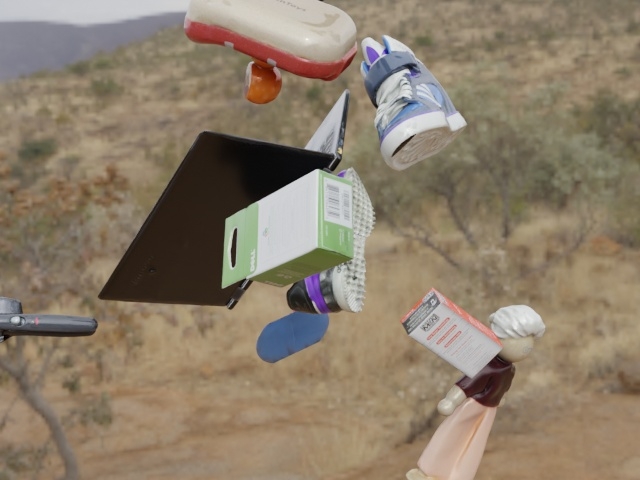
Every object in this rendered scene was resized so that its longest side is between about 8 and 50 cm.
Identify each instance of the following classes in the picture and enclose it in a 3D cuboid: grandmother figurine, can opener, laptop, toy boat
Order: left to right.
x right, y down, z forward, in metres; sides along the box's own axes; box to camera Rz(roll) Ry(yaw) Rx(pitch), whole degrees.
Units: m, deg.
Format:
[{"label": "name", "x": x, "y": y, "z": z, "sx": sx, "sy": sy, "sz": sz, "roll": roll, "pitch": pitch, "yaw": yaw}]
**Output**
[{"label": "can opener", "x": -0.426, "y": 0.123, "z": 1.542, "sx": 0.186, "sy": 0.073, "sz": 0.059, "roll": 6, "pitch": -11, "yaw": -11}, {"label": "laptop", "x": -0.154, "y": -0.087, "z": 1.803, "sx": 0.236, "sy": 0.382, "sz": 0.408, "roll": 30, "pitch": 32, "yaw": -13}, {"label": "toy boat", "x": -0.073, "y": -0.253, "z": 1.388, "sx": 0.231, "sy": 0.151, "sz": 0.151, "roll": 23, "pitch": 32, "yaw": 9}, {"label": "grandmother figurine", "x": 0.268, "y": 0.260, "z": 1.717, "sx": 0.104, "sy": 0.342, "sz": 0.208, "roll": 30, "pitch": 13, "yaw": 21}]

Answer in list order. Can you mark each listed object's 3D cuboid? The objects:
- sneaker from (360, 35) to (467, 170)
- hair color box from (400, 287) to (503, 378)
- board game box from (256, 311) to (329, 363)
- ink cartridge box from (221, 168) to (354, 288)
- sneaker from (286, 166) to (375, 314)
[{"label": "sneaker", "x": 0.125, "y": -0.257, "z": 1.839, "sx": 0.130, "sy": 0.236, "sz": 0.323, "roll": -43, "pitch": -9, "yaw": 24}, {"label": "hair color box", "x": 0.192, "y": 0.136, "z": 1.506, "sx": 0.141, "sy": 0.072, "sz": 0.043, "roll": 36, "pitch": 15, "yaw": -30}, {"label": "board game box", "x": -0.064, "y": 0.184, "z": 2.159, "sx": 0.168, "sy": 0.133, "sz": 0.033, "roll": -24, "pitch": 50, "yaw": -14}, {"label": "ink cartridge box", "x": -0.045, "y": -0.005, "z": 1.368, "sx": 0.062, "sy": 0.109, "sz": 0.209, "roll": 17, "pitch": -27, "yaw": -36}, {"label": "sneaker", "x": 0.000, "y": 0.000, "z": 1.697, "sx": 0.146, "sy": 0.102, "sz": 0.293, "roll": -13, "pitch": 43, "yaw": 23}]
